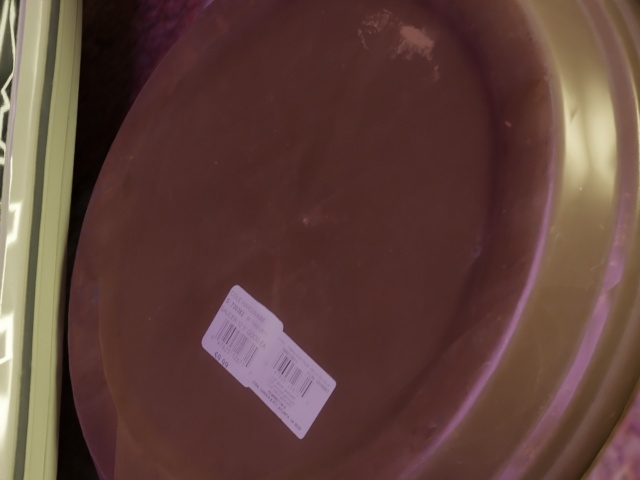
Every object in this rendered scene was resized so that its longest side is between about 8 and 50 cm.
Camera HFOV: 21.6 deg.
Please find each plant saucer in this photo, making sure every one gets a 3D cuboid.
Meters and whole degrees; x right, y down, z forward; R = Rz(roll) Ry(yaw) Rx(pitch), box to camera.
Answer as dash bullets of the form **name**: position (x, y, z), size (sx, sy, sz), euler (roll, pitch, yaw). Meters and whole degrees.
- **plant saucer**: position (0.000, 0.000, 0.599), size (0.278, 0.041, 0.277), euler (-20, 60, 37)

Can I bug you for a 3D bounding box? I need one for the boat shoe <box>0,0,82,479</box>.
- **boat shoe**: position (-0.205, -0.062, 0.729), size (0.187, 0.156, 0.500), euler (-39, 47, 48)
